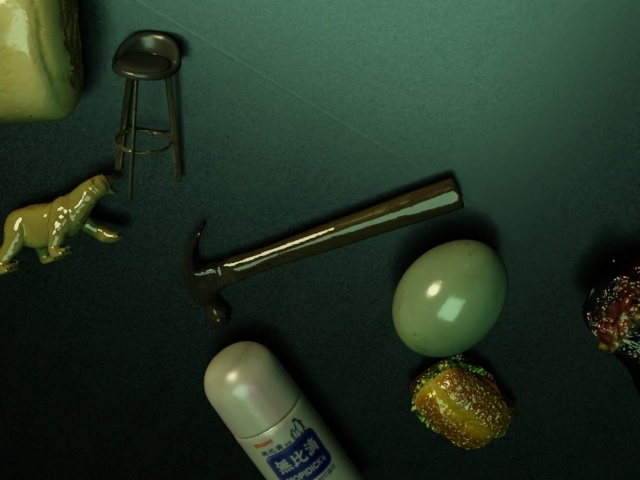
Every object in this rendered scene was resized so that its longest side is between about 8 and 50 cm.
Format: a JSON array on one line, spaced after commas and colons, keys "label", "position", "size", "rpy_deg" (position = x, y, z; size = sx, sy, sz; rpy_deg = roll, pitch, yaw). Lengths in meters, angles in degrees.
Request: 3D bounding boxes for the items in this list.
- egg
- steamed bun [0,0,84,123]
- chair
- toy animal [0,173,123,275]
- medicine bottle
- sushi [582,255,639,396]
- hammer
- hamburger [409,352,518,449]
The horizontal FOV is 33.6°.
[{"label": "egg", "position": [0.189, 0.084, 1.548], "size": [0.149, 0.149, 0.192], "rpy_deg": [39, 110, -14]}, {"label": "steamed bun", "position": [-0.438, -0.271, 1.415], "size": [0.232, 0.166, 0.273], "rpy_deg": [2, 116, 2]}, {"label": "chair", "position": [-0.248, -0.174, 1.487], "size": [0.104, 0.095, 0.222], "rpy_deg": [9, 115, 5]}, {"label": "toy animal", "position": [-0.387, -0.025, 1.570], "size": [0.218, 0.103, 0.101], "rpy_deg": [-16, 90, 27]}, {"label": "medicine bottle", "position": [-0.059, 0.307, 1.686], "size": [0.130, 0.130, 0.341], "rpy_deg": [-27, 110, 16]}, {"label": "sushi", "position": [0.466, 0.100, 1.543], "size": [0.150, 0.153, 0.172], "rpy_deg": [27, 138, 11]}, {"label": "hammer", "position": [0.000, 0.000, 1.583], "size": [0.439, 0.044, 0.168], "rpy_deg": [-18, 114, 12]}, {"label": "hamburger", "position": [0.223, 0.263, 1.666], "size": [0.137, 0.087, 0.166], "rpy_deg": [-40, 107, 20]}]
